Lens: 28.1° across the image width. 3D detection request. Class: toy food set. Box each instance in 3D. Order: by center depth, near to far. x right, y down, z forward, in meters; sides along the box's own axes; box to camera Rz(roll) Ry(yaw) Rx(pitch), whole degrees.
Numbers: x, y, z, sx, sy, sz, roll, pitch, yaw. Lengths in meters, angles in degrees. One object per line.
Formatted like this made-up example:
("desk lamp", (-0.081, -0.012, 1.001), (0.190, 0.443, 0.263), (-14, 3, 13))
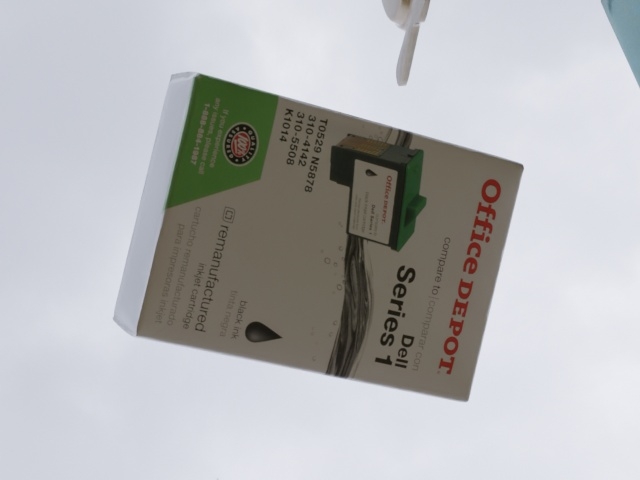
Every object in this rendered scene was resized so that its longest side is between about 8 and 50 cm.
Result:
("toy food set", (0.070, -0.219, 0.942), (0.038, 0.132, 0.192), (-4, -118, -8))

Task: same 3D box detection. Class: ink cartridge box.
("ink cartridge box", (0.000, 0.000, 0.793), (0.219, 0.092, 0.160), (13, -89, -18))

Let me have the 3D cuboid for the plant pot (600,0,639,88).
("plant pot", (0.303, -0.162, 0.781), (0.165, 0.234, 0.166), (-20, -96, -40))
